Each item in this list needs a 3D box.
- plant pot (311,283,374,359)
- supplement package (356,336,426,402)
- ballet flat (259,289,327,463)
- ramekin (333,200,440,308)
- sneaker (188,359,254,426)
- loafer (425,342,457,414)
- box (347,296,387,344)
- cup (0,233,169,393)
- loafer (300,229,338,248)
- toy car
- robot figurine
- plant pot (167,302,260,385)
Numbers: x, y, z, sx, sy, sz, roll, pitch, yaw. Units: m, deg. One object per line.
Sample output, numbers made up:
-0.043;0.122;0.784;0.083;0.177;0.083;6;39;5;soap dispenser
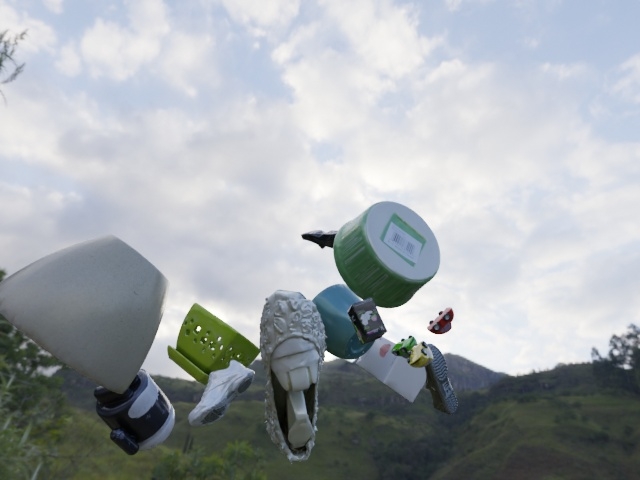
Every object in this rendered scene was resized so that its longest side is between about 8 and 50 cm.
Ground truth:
0.104;0.370;1.969;0.235;0.293;0.293;38;-13;43;plant pot
0.322;0.556;2.024;0.175;0.177;0.293;37;-10;-16;supplement package
-0.048;0.300;0.954;0.147;0.147;0.409;4;-64;10;ballet flat
0.203;0.031;1.333;0.303;0.303;0.148;23;-38;-17;ramekin
-0.316;0.461;1.388;0.115;0.232;0.090;31;-36;31;sneaker
0.402;0.492;1.615;0.094;0.251;0.087;-8;-10;-46;loafer
0.102;0.179;1.009;0.052;0.083;0.062;-17;-23;-16;box
-0.468;0.126;0.970;0.331;0.237;0.331;32;-21;14;cup
0.000;0.000;1.503;0.170;0.062;0.061;6;-70;47;loafer
0.300;0.317;1.387;0.053;0.239;0.225;46;-35;-1;toy car
-0.565;0.511;1.387;0.174;0.209;0.278;6;-49;40;robot figurine
-0.384;0.387;1.606;0.228;0.207;0.227;27;-18;29;plant pot
